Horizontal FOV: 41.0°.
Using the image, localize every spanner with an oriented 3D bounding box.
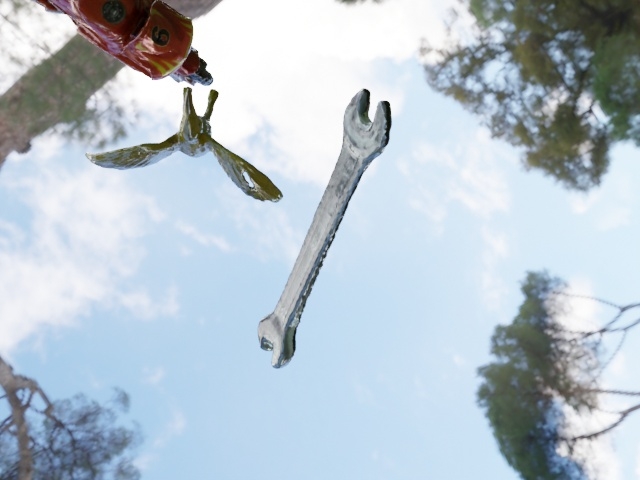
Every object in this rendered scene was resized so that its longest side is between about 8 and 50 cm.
[{"bbox_3d":[0.000,0.000,0.774,0.017,0.302,0.071,2,-144,-31],"label":"spanner"}]

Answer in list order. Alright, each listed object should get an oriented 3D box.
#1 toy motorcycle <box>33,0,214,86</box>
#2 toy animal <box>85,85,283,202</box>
[{"bbox_3d":[-0.254,-0.278,1.031,0.298,0.089,0.171,32,-173,-11],"label":"toy motorcycle"},{"bbox_3d":[-0.141,-0.124,0.915,0.219,0.155,0.095,6,-132,-3],"label":"toy animal"}]
